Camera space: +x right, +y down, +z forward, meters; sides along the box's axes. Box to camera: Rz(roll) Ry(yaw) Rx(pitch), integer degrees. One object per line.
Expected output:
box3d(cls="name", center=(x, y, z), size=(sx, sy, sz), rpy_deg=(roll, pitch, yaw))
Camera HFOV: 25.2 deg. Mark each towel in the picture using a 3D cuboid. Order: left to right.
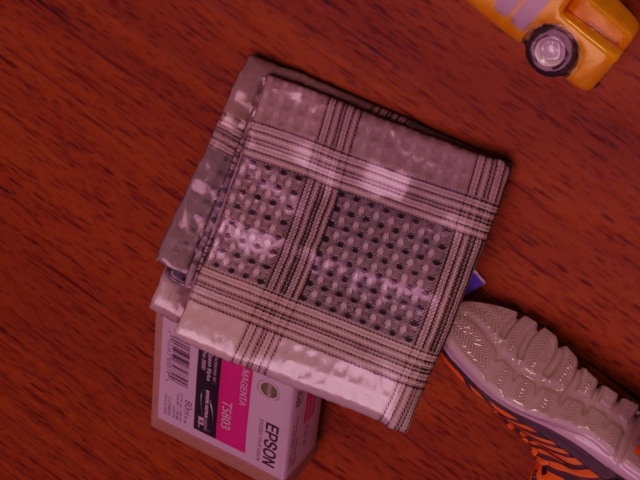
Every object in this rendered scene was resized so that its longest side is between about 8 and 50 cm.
box3d(cls="towel", center=(0.000, 0.000, 1.504), size=(0.324, 0.056, 0.312), rpy_deg=(23, 96, 13))

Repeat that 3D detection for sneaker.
box3d(cls="sneaker", center=(0.234, 0.212, 1.548), size=(0.321, 0.124, 0.180), rpy_deg=(38, 138, 10))

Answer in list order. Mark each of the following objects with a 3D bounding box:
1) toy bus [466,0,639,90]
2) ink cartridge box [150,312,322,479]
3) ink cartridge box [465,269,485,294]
box3d(cls="toy bus", center=(0.158, -0.288, 1.319), size=(0.332, 0.108, 0.130), rpy_deg=(38, 121, 1))
box3d(cls="ink cartridge box", center=(-0.095, 0.157, 1.668), size=(0.193, 0.088, 0.235), rpy_deg=(24, 133, 19))
box3d(cls="ink cartridge box", center=(0.041, 0.025, 1.588), size=(0.208, 0.045, 0.206), rpy_deg=(-35, 98, 34))
